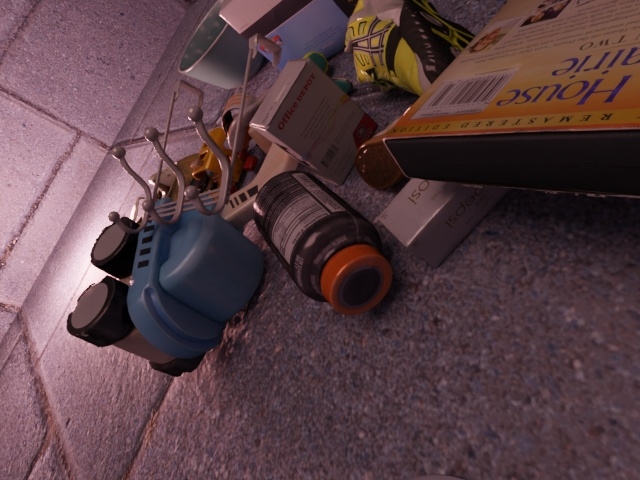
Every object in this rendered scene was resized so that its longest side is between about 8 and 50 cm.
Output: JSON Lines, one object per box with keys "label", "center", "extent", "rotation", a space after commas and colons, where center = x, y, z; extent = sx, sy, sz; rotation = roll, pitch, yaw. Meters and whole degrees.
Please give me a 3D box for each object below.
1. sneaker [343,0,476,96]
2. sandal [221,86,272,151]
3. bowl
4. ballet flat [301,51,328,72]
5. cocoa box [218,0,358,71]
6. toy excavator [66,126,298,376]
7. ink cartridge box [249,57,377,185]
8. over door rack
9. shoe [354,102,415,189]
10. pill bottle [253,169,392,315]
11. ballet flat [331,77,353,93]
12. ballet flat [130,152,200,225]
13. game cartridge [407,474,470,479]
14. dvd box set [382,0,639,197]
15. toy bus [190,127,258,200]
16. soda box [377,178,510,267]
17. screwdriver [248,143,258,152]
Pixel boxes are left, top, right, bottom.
{"label": "sneaker", "center": [0.137, -0.290, 0.661], "extent": [0.147, 0.145, 0.384], "rotation": [-58, 29, 36]}
{"label": "sandal", "center": [-0.175, -0.291, 0.958], "extent": [0.265, 0.076, 0.101], "rotation": [-69, 3, -52]}
{"label": "bowl", "center": [-0.269, -0.586, 1.261], "extent": [0.312, 0.163, 0.311], "rotation": [-27, 48, 34]}
{"label": "ballet flat", "center": [-0.065, -0.316, 0.937], "extent": [0.230, 0.077, 0.077], "rotation": [-52, 17, 7]}
{"label": "cocoa box", "center": [-0.004, -0.559, 0.895], "extent": [0.347, 0.228, 0.231], "rotation": [-10, 58, 44]}
{"label": "toy excavator", "center": [-0.182, -0.020, 0.783], "extent": [0.446, 0.222, 0.432], "rotation": [-26, 45, 16]}
{"label": "ink cartridge box", "center": [-0.008, -0.193, 0.694], "extent": [0.127, 0.175, 0.072], "rotation": [-58, 38, 0]}
{"label": "over door rack", "center": [-0.216, -0.178, 0.669], "extent": [0.240, 0.108, 0.323], "rotation": [-7, 60, 39]}
{"label": "shoe", "center": [0.113, -0.127, 0.576], "extent": [0.058, 0.076, 0.219], "rotation": [-31, 2, -20]}
{"label": "pill bottle", "center": [0.000, 0.000, 0.592], "extent": [0.130, 0.131, 0.245], "rotation": [-52, 38, 8]}
{"label": "ballet flat", "center": [0.025, -0.312, 0.853], "extent": [0.115, 0.041, 0.041], "rotation": [-4, 63, 46]}
{"label": "ballet flat", "center": [-0.449, -0.118, 1.182], "extent": [0.123, 0.123, 0.348], "rotation": [12, 75, 51]}
{"label": "game cartridge", "center": [0.113, 0.250, 0.390], "extent": [0.083, 0.017, 0.055], "rotation": [-24, 53, 36]}
{"label": "dvd box set", "center": [0.288, -0.208, 0.361], "extent": [0.420, 0.062, 0.308], "rotation": [-49, 30, -14]}
{"label": "toy bus", "center": [-0.251, -0.165, 0.994], "extent": [0.191, 0.105, 0.202], "rotation": [-51, 38, 16]}
{"label": "soda box", "center": [0.174, -0.076, 0.500], "extent": [0.216, 0.069, 0.074], "rotation": [-50, 38, 12]}
{"label": "screwdriver", "center": [-0.161, -0.224, 1.020], "extent": [0.170, 0.025, 0.024], "rotation": [-31, 45, 43]}
